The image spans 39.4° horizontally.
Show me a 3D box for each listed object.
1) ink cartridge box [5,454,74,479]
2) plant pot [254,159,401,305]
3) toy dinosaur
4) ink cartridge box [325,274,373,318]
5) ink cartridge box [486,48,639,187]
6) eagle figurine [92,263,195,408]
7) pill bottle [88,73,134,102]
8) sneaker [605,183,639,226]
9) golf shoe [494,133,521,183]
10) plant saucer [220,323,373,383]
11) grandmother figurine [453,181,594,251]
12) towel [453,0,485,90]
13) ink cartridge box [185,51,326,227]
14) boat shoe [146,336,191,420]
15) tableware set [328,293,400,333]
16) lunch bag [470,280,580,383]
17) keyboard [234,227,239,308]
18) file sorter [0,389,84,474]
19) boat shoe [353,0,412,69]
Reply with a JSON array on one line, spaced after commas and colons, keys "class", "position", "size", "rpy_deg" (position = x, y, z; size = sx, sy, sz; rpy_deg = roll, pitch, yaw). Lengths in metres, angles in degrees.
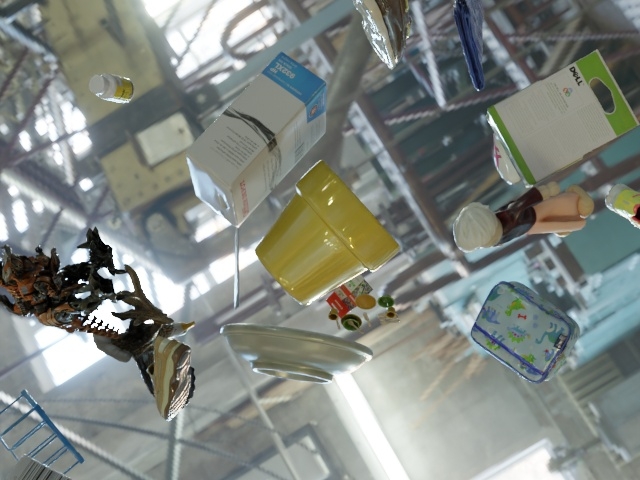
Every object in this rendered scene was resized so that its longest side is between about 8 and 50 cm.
[{"class": "ink cartridge box", "position": [-0.409, 0.541, 1.575], "size": [0.324, 0.330, 0.071], "rpy_deg": [27, -132, -1]}, {"class": "plant pot", "position": [0.000, 0.000, 1.880], "size": [0.254, 0.239, 0.254], "rpy_deg": [48, -178, -3]}, {"class": "toy dinosaur", "position": [-0.499, 0.094, 1.738], "size": [0.164, 0.218, 0.322], "rpy_deg": [65, -168, 24]}, {"class": "ink cartridge box", "position": [0.068, 0.127, 2.101], "size": [0.063, 0.029, 0.115], "rpy_deg": [50, -131, -3]}, {"class": "ink cartridge box", "position": [0.508, -0.253, 1.891], "size": [0.189, 0.255, 0.097], "rpy_deg": [62, -173, 4]}, {"class": "eagle figurine", "position": [-0.384, 0.237, 2.004], "size": [0.298, 0.225, 0.226], "rpy_deg": [103, 173, -46]}, {"class": "pill bottle", "position": [-0.524, -0.382, 2.235], "size": [0.065, 0.065, 0.116], "rpy_deg": [59, -158, 13]}, {"class": "sneaker", "position": [0.719, -0.056, 1.950], "size": [0.208, 0.081, 0.094], "rpy_deg": [13, -163, -30]}, {"class": "golf shoe", "position": [0.442, -0.225, 2.128], "size": [0.086, 0.067, 0.186], "rpy_deg": [40, -139, -65]}, {"class": "plant saucer", "position": [-0.067, 0.302, 2.310], "size": [0.400, 0.400, 0.101], "rpy_deg": [46, -129, -67]}, {"class": "grandmother figurine", "position": [0.393, -0.041, 1.748], "size": [0.342, 0.208, 0.104], "rpy_deg": [-12, -127, -37]}, {"class": "towel", "position": [0.375, -0.559, 2.192], "size": [0.243, 0.040, 0.336], "rpy_deg": [64, -153, -43]}, {"class": "ink cartridge box", "position": [-0.130, -0.208, 1.888], "size": [0.129, 0.307, 0.223], "rpy_deg": [37, 163, 12]}, {"class": "boat shoe", "position": [-0.275, 0.241, 1.593], "size": [0.072, 0.190, 0.068], "rpy_deg": [26, -143, 15]}, {"class": "tableware set", "position": [0.094, 0.161, 1.958], "size": [0.024, 0.154, 0.104], "rpy_deg": [-78, -25, -48]}, {"class": "lunch bag", "position": [0.463, 0.210, 2.035], "size": [0.219, 0.176, 0.090], "rpy_deg": [39, -160, 30]}, {"class": "keyboard", "position": [-0.219, 0.061, 2.351], "size": [0.072, 0.014, 0.256], "rpy_deg": [96, 172, -45]}, {"class": "file sorter", "position": [-0.605, 0.425, 1.895], "size": [0.118, 0.104, 0.170], "rpy_deg": [14, 140, 58]}, {"class": "boat shoe", "position": [0.143, -0.457, 1.864], "size": [0.116, 0.096, 0.324], "rpy_deg": [53, -178, 17]}]
